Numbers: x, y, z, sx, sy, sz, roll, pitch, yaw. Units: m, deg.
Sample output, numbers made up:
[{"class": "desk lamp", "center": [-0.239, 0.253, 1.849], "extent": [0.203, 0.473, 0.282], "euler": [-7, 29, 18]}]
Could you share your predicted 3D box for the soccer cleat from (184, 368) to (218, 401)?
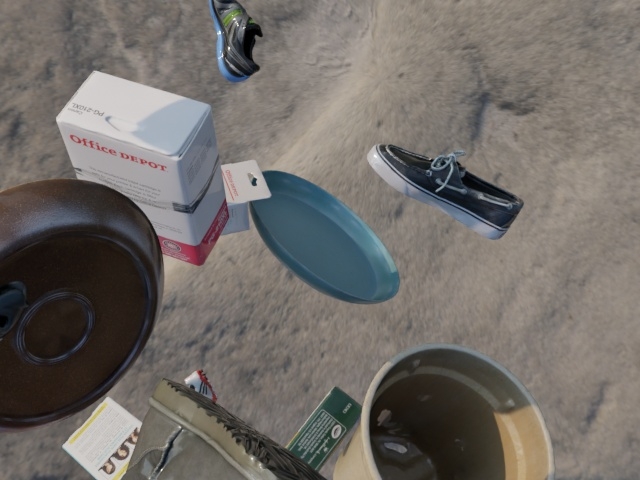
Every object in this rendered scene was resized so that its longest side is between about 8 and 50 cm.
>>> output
[{"class": "soccer cleat", "center": [-0.190, 0.237, 1.355], "extent": [0.036, 0.029, 0.083], "euler": [-28, 138, -8]}]

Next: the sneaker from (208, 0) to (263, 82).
[{"class": "sneaker", "center": [-0.133, -0.351, 1.378], "extent": [0.078, 0.067, 0.188], "euler": [-10, 87, 21]}]

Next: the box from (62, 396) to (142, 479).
[{"class": "box", "center": [-0.260, 0.318, 1.205], "extent": [0.100, 0.244, 0.060], "euler": [-49, 132, -19]}]

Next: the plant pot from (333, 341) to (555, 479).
[{"class": "plant pot", "center": [0.173, 0.388, 1.451], "extent": [0.334, 0.333, 0.305], "euler": [30, 143, -2]}]

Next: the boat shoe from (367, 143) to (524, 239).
[{"class": "boat shoe", "center": [0.240, -0.116, 1.617], "extent": [0.306, 0.113, 0.105], "euler": [32, 122, 2]}]

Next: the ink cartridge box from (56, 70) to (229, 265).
[{"class": "ink cartridge box", "center": [-0.225, -0.090, 1.123], "extent": [0.172, 0.237, 0.100], "euler": [18, 57, 12]}]

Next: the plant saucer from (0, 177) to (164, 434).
[{"class": "plant saucer", "center": [-0.290, 0.085, 0.909], "extent": [0.050, 0.311, 0.310], "euler": [32, 105, 40]}]

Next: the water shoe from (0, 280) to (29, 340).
[{"class": "water shoe", "center": [-0.343, 0.009, 0.729], "extent": [0.080, 0.073, 0.203], "euler": [-47, 113, -3]}]

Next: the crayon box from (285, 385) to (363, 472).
[{"class": "crayon box", "center": [-0.017, 0.431, 1.792], "extent": [0.083, 0.323, 0.203], "euler": [38, 72, 7]}]

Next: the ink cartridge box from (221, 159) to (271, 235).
[{"class": "ink cartridge box", "center": [-0.174, -0.058, 1.315], "extent": [0.181, 0.104, 0.061], "euler": [-12, 134, -13]}]

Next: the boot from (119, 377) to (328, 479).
[{"class": "boot", "center": [-0.091, 0.206, 0.503], "extent": [0.076, 0.190, 0.208], "euler": [35, 80, -37]}]

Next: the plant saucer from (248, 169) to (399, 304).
[{"class": "plant saucer", "center": [0.000, 0.000, 1.471], "extent": [0.318, 0.317, 0.043], "euler": [39, 115, -3]}]
